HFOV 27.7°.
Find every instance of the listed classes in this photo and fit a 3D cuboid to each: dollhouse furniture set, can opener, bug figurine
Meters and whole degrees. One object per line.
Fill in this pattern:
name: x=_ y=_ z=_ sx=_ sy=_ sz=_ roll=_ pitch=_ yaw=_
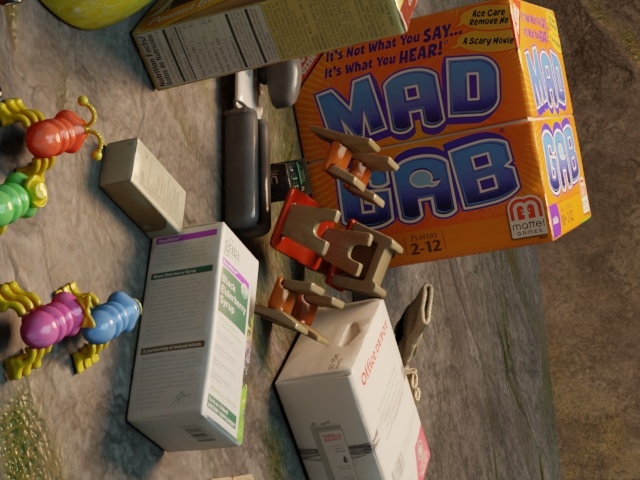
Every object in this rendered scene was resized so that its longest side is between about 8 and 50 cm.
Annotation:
dollhouse furniture set: x=0.000 y=0.000 z=1.756 sx=0.259 sy=0.135 sz=0.262 roll=34 pitch=76 yaw=-63
can opener: x=-0.075 y=-0.147 z=1.708 sx=0.076 sy=0.095 sz=0.283 roll=38 pitch=46 yaw=-60
bug figurine: x=-0.248 y=0.004 z=1.221 sx=0.216 sy=0.072 sz=0.279 roll=-47 pitch=125 yaw=-65

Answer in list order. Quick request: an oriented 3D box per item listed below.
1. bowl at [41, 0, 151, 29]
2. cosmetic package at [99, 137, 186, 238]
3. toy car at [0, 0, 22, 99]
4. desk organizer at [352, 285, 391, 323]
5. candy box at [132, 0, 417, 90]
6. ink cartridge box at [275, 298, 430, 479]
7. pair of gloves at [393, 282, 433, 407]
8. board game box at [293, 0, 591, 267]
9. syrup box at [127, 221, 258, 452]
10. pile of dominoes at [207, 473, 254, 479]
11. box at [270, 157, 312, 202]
bowl: x=-0.211 y=-0.381 z=1.370 sx=0.289 sy=0.156 sz=0.289 roll=-10 pitch=90 yaw=-69
cosmetic package: x=-0.194 y=-0.056 z=1.430 sx=0.115 sy=0.041 sz=0.060 roll=54 pitch=34 yaw=-50
toy car: x=-0.334 y=-0.243 z=1.131 sx=0.225 sy=0.053 sz=0.239 roll=60 pitch=28 yaw=-43
desk organizer: x=0.084 y=0.110 z=2.082 sx=0.050 sy=0.047 sz=0.130 roll=15 pitch=68 yaw=-70
candy box: x=-0.044 y=-0.282 z=1.533 sx=0.183 sy=0.316 sz=0.087 roll=-68 pitch=142 yaw=-54
ink cartridge box: x=0.053 y=0.254 z=1.835 sx=0.207 sy=0.117 sz=0.283 roll=-61 pitch=138 yaw=-58
pair of gloves: x=0.132 y=0.207 z=2.063 sx=0.204 sy=0.042 sz=0.240 roll=105 pitch=-5 yaw=-67
board game box: x=0.198 y=-0.162 z=2.058 sx=0.356 sy=0.356 sz=0.356 roll=-19 pitch=98 yaw=-69
syrup box: x=-0.137 y=0.105 z=1.434 sx=0.093 sy=0.096 sz=0.237 roll=52 pitch=35 yaw=-51
pile of dominoes: x=-0.108 y=0.369 z=1.472 sx=0.251 sy=0.040 sz=0.196 roll=14 pitch=68 yaw=-67
box: x=-0.056 y=-0.081 z=1.774 sx=0.083 sy=0.062 sz=0.052 roll=-25 pitch=106 yaw=-69
